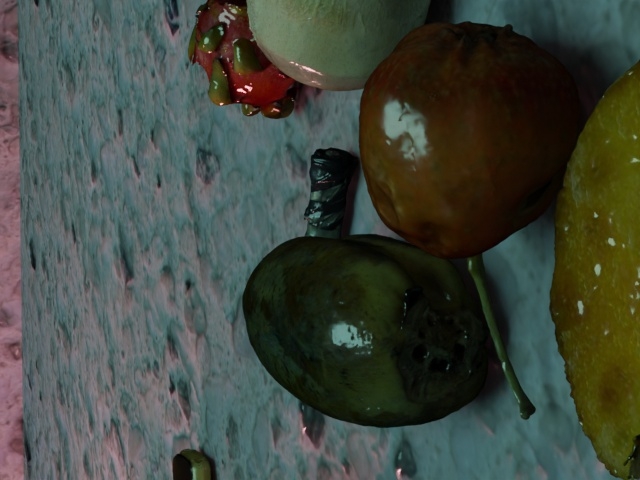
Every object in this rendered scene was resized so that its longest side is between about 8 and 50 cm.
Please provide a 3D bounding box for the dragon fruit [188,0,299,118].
[{"bbox_3d":[-0.065,-0.192,1.280,0.207,0.133,0.150,98,-174,-63],"label":"dragon fruit"}]

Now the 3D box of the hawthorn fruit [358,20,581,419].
[{"bbox_3d":[0.113,-0.014,0.891,0.165,0.165,0.285,-142,36,-60],"label":"hawthorn fruit"}]

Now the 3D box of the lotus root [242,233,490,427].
[{"bbox_3d":[0.026,0.074,1.056,0.275,0.152,0.160,-165,65,-67],"label":"lotus root"}]

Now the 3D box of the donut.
[{"bbox_3d":[0.203,-0.010,0.696,0.152,0.101,0.259,-121,35,-48],"label":"donut"}]

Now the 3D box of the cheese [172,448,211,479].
[{"bbox_3d":[-0.170,0.369,1.693,0.086,0.036,0.162,9,101,63],"label":"cheese"}]

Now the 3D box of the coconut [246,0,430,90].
[{"bbox_3d":[0.016,-0.219,1.041,0.161,0.161,0.162,-119,37,-45],"label":"coconut"}]

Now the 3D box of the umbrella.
[{"bbox_3d":[0.000,0.000,1.233,0.050,0.046,0.188,-45,-32,-60],"label":"umbrella"}]
